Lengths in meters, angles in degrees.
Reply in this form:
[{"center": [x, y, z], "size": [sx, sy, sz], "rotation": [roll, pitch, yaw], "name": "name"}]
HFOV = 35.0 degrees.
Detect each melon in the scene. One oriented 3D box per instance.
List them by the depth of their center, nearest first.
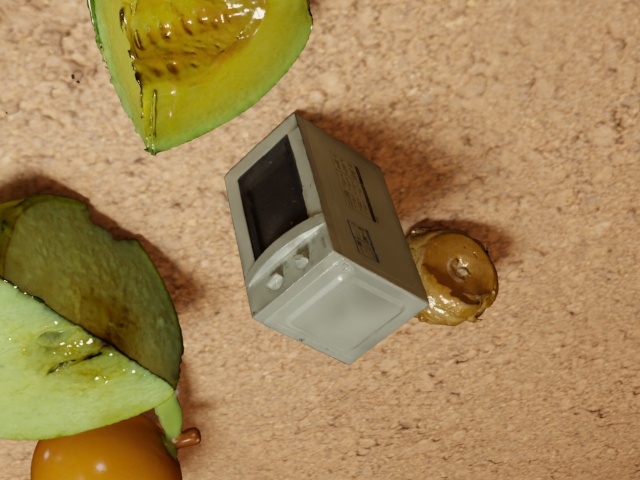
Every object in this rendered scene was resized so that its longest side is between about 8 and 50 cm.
[{"center": [-0.100, -0.225, 0.856], "size": [0.169, 0.129, 0.265], "rotation": [-20, 139, -29], "name": "melon"}]

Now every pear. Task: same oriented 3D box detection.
[{"center": [-0.317, 0.095, 1.097], "size": [0.292, 0.159, 0.292], "rotation": [-6, 135, -6], "name": "pear"}]

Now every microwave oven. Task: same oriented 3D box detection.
[{"center": [0.000, 0.000, 1.046], "size": [0.122, 0.208, 0.162], "rotation": [-39, 132, 24], "name": "microwave oven"}]

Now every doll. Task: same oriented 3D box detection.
[{"center": [-0.248, 0.301, 1.311], "size": [0.236, 0.213, 0.213], "rotation": [-30, 137, -1], "name": "doll"}]

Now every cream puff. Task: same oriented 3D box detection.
[{"center": [0.145, 0.047, 1.214], "size": [0.133, 0.119, 0.104], "rotation": [22, 151, 0], "name": "cream puff"}]
